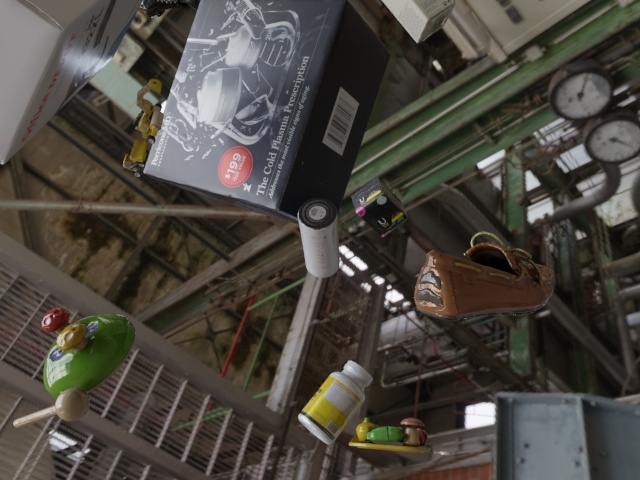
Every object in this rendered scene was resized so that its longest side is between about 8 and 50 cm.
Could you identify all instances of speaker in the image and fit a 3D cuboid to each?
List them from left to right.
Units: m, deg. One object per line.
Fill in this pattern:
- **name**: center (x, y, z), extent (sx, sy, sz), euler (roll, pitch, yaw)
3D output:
- **speaker**: center (0.000, 0.000, 0.797), extent (0.136, 0.055, 0.055), euler (83, -172, -56)

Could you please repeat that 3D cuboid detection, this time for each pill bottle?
- **pill bottle**: center (0.040, 0.380, 1.290), extent (0.103, 0.103, 0.184), euler (48, -110, -16)

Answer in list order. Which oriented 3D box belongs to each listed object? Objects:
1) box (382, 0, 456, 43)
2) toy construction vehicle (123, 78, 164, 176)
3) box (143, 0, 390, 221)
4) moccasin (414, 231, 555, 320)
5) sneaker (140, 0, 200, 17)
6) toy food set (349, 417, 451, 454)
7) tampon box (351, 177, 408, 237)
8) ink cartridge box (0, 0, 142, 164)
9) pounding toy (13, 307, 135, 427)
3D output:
- **box**: center (0.203, -0.637, 1.343), extent (0.094, 0.113, 0.275), euler (-36, -95, -10)
- **toy construction vehicle**: center (-0.220, -0.140, 0.670), extent (0.035, 0.098, 0.086), euler (18, -124, -24)
- **box**: center (-0.096, -0.222, 0.949), extent (0.179, 0.312, 0.343), euler (21, -94, -58)
- **moccasin**: center (0.324, 0.061, 1.030), extent (0.380, 0.139, 0.147), euler (2, -83, -34)
- **sneaker**: center (-0.311, -0.473, 1.073), extent (0.170, 0.089, 0.051), euler (39, -172, 20)
- **toy food set**: center (0.174, 0.431, 1.211), extent (0.128, 0.218, 0.071), euler (72, -158, -68)
- **tampon box**: center (0.208, -0.114, 1.902), extent (0.161, 0.120, 0.101), euler (39, -155, -35)
- **ink cartridge box**: center (-0.331, -0.274, 0.661), extent (0.129, 0.223, 0.307), euler (35, -141, -20)
- **pounding toy**: center (-0.449, 0.197, 0.961), extent (0.110, 0.183, 0.237), euler (61, -151, -33)
